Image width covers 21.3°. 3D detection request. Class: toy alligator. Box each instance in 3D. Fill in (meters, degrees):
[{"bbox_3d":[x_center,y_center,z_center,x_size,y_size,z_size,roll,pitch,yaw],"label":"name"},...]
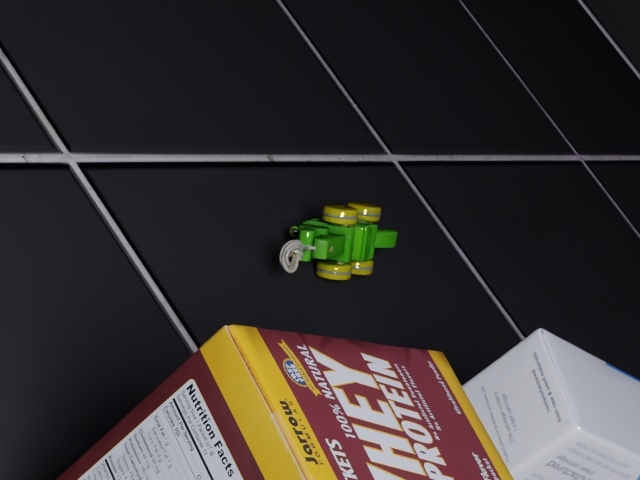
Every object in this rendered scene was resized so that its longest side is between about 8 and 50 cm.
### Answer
[{"bbox_3d":[0.000,0.000,1.345,0.051,0.056,0.190,12,10,28],"label":"toy alligator"}]

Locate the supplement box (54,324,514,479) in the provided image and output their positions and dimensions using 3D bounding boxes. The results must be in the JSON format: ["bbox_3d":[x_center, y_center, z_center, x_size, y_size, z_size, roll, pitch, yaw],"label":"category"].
[{"bbox_3d":[-0.025,0.158,0.888,0.191,0.194,0.129,12,43,-52],"label":"supplement box"}]

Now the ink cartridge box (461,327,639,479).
[{"bbox_3d":[0.124,0.165,1.114,0.148,0.203,0.086,26,34,-39],"label":"ink cartridge box"}]
